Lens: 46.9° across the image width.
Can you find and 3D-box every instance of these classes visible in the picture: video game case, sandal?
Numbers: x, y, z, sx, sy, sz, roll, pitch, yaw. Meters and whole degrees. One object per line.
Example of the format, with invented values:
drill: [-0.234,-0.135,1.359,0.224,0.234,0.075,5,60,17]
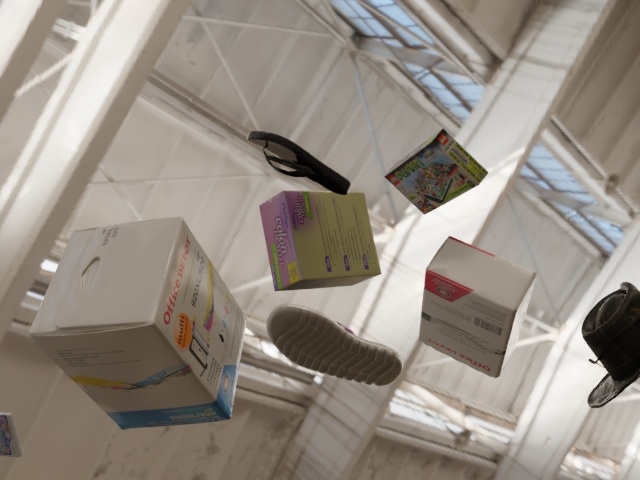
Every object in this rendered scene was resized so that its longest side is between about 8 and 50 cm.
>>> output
video game case: [-0.620,0.364,1.386,0.011,0.122,0.087,-35,-61,-65]
sandal: [-0.046,-0.160,1.591,0.255,0.097,0.054,30,-102,-17]
sandal: [0.031,0.283,2.017,0.416,0.102,0.169,29,-69,-19]

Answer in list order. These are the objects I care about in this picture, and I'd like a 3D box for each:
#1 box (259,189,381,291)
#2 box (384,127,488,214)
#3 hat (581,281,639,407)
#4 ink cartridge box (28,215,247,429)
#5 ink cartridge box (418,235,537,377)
box: [0.000,0.000,1.752,0.243,0.117,0.213,-2,-106,-38]
box: [0.207,-0.121,1.352,0.114,0.207,0.036,42,-112,-5]
hat: [0.571,0.156,1.362,0.331,0.134,0.331,-40,-17,-15]
ink cartridge box: [-0.222,0.112,0.962,0.232,0.168,0.171,66,-158,-45]
ink cartridge box: [0.283,0.127,1.360,0.100,0.172,0.237,-51,-26,-31]
